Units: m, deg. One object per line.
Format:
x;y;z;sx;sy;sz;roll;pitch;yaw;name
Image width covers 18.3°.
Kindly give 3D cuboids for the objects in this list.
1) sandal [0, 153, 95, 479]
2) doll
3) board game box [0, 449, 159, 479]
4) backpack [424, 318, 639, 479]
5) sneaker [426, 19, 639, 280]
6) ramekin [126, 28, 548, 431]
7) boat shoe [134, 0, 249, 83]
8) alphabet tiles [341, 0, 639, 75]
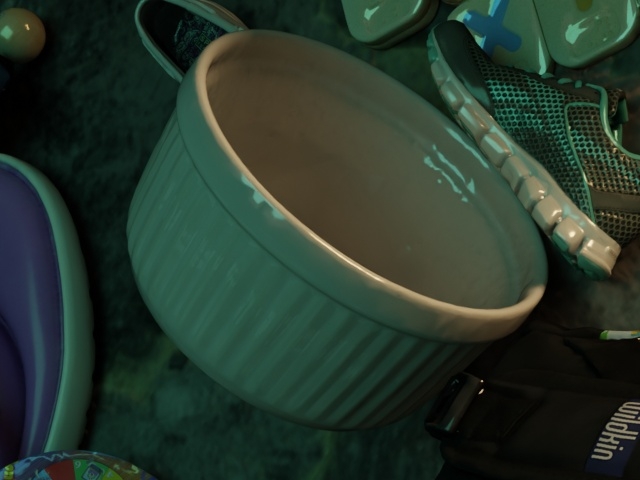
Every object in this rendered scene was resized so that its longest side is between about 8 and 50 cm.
-0.236;0.143;1.218;0.169;0.102;0.416;-1;77;37;sandal
-0.239;-0.073;1.275;0.189;0.046;0.129;-52;11;-16;doll
-0.148;0.204;1.134;0.133;0.033;0.168;11;85;6;board game box
0.211;0.169;0.750;0.355;0.273;0.290;-17;31;44;backpack
0.119;-0.059;1.012;0.076;0.065;0.166;-38;65;4;sneaker
0.000;0.000;1.001;0.109;0.207;0.207;-53;52;28;ramekin
-0.043;-0.091;1.143;0.066;0.063;0.184;-53;52;17;boat shoe
0.115;-0.220;1.074;0.284;0.021;0.278;-27;63;32;alphabet tiles
